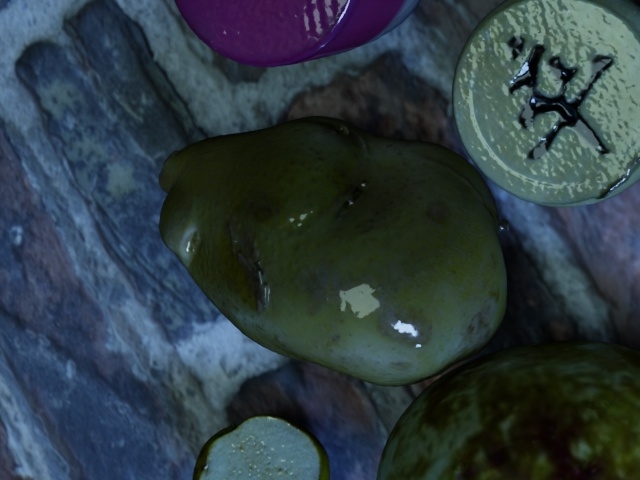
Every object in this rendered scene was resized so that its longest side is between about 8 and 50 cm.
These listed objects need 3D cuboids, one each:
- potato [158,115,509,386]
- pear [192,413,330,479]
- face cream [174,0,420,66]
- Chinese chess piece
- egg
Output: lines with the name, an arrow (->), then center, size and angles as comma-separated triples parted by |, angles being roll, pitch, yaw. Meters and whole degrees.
potato -> 0.002, -0.001, 1.088 | 0.351, 0.202, 0.218 | 19, 76, 25
pear -> -0.056, 0.245, 1.232 | 0.141, 0.104, 0.141 | -1, 75, 3
face cream -> -0.011, -0.240, 1.035 | 0.175, 0.195, 0.175 | 6, 106, 22
Chinese chess piece -> 0.203, -0.120, 1.032 | 0.188, 0.083, 0.188 | 7, 108, 23
egg -> 0.185, 0.205, 1.040 | 0.289, 0.238, 0.238 | -31, 89, 10
